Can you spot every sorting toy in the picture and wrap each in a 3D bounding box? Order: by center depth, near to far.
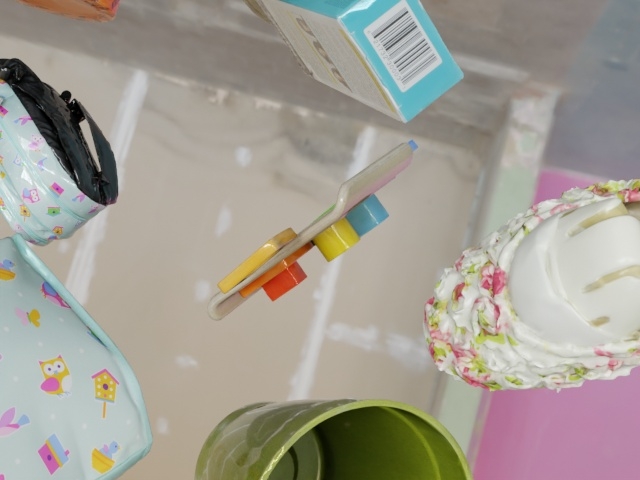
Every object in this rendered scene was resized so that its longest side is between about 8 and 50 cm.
[{"bbox_3d":[0.000,0.000,1.057,0.047,0.196,0.348,51,-150,1],"label":"sorting toy"}]

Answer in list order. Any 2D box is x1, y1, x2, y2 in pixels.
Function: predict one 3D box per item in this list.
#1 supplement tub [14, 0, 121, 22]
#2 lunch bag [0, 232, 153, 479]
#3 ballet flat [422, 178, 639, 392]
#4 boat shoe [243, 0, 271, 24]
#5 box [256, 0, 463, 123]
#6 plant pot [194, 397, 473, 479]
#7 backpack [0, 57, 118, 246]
[{"bbox_3d":[-0.254,-0.421,1.198,0.207,0.338,0.207,15,176,1],"label":"supplement tub"},{"bbox_3d":[-0.305,0.149,1.042,0.262,0.160,0.223,50,-146,10],"label":"lunch bag"},{"bbox_3d":[0.148,0.003,0.445,0.241,0.091,0.077,-15,159,16],"label":"ballet flat"},{"bbox_3d":[0.028,-0.275,1.037,0.116,0.097,0.324,54,157,-20],"label":"boat shoe"},{"bbox_3d":[0.022,-0.173,0.920,0.100,0.060,0.244,54,175,-25],"label":"box"},{"bbox_3d":[-0.017,0.385,1.672,0.366,0.366,0.353,21,174,-27],"label":"plant pot"},{"bbox_3d":[-0.295,-0.086,1.176,0.182,0.115,0.152,58,-167,19],"label":"backpack"}]
